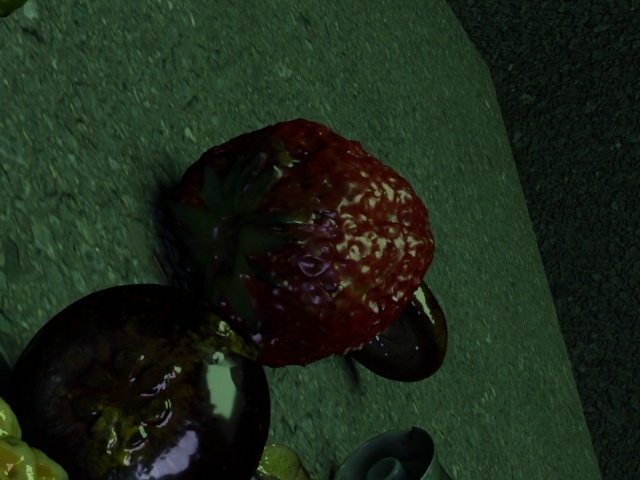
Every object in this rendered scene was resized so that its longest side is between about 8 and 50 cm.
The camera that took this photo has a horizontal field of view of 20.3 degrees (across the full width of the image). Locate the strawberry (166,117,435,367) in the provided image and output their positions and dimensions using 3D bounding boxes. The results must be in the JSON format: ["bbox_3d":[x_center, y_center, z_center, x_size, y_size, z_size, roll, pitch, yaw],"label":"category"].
[{"bbox_3d":[0.000,0.000,1.780,0.288,0.238,0.250,4,74,-46],"label":"strawberry"}]

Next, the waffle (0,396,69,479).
[{"bbox_3d":[-0.257,0.102,0.993,0.261,0.056,0.250,38,19,-5],"label":"waffle"}]

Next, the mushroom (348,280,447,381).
[{"bbox_3d":[0.038,0.097,2.071,0.227,0.148,0.217,57,35,-8],"label":"mushroom"}]

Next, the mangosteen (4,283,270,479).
[{"bbox_3d":[-0.132,0.130,1.309,0.217,0.192,0.192,97,-25,-78],"label":"mangosteen"}]

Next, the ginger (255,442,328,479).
[{"bbox_3d":[-0.025,0.241,1.766,0.057,0.044,0.137,58,4,39],"label":"ginger"}]

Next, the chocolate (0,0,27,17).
[{"bbox_3d":[-0.309,-0.379,1.436,0.301,0.137,0.289,43,30,-59],"label":"chocolate"}]

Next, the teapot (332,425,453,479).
[{"bbox_3d":[0.114,0.335,1.931,0.225,0.171,0.203,54,51,-25],"label":"teapot"}]
